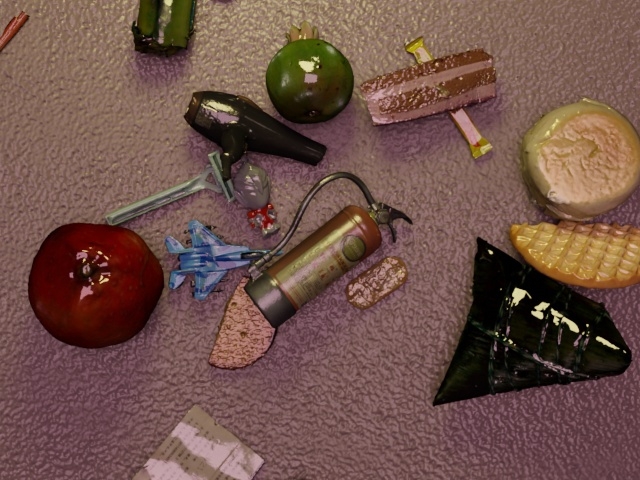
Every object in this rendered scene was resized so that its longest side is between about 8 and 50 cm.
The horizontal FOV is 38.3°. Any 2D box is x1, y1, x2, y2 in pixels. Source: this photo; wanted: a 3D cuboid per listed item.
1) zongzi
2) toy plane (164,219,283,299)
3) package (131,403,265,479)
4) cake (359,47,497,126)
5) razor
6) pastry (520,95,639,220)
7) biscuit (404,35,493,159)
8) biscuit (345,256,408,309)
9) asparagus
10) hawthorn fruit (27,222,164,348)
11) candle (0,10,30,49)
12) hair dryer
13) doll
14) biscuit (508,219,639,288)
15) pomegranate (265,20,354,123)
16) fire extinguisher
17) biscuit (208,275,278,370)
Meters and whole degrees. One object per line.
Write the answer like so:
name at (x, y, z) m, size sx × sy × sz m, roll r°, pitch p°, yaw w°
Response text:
zongzi at (0.411, 0.235, 1.893) m, size 0.383 × 0.319 × 0.362 m, roll 28°, pitch 91°, yaw 18°
toy plane at (-0.202, 0.035, 1.943) m, size 0.246 × 0.078 × 0.169 m, roll -6°, pitch 90°, yaw -8°
package at (-0.269, 0.505, 1.944) m, size 0.204 × 0.062 × 0.251 m, roll 39°, pitch 85°, yaw -2°
cake at (0.226, -0.320, 1.944) m, size 0.295 × 0.113 × 0.116 m, roll -14°, pitch 99°, yaw -2°
razor at (-0.323, -0.093, 1.955) m, size 0.277 × 0.056 × 0.111 m, roll -20°, pitch 106°, yaw 5°
pastry at (0.545, -0.168, 1.936) m, size 0.264 × 0.133 × 0.265 m, roll 0°, pitch 89°, yaw -1°
biscuit at (0.274, -0.309, 1.984) m, size 0.048 × 0.026 × 0.292 m, roll -33°, pitch 90°, yaw 6°
biscuit at (0.121, 0.092, 1.978) m, size 0.147 × 0.018 × 0.071 m, roll -34°, pitch 92°, yaw -1°
asparagus at (-0.307, -0.574, 1.930) m, size 0.128 × 0.108 × 0.382 m, roll 9°, pitch 87°, yaw 0°
hawthorn fruit at (-0.451, 0.085, 1.820) m, size 0.265 × 0.307 × 0.265 m, roll 1°, pitch 85°, yaw -7°
candle at (-0.679, -0.419, 1.958) m, size 0.026 × 0.021 × 0.167 m, roll 38°, pitch 88°, yaw -21°
hair dryer at (-0.138, -0.173, 1.824) m, size 0.303 × 0.359 × 0.120 m, roll 24°, pitch 115°, yaw -10°
doll at (-0.135, -0.091, 1.948) m, size 0.094 × 0.079 × 0.180 m, roll -26°, pitch 101°, yaw -30°
biscuit at (0.559, 0.026, 1.908) m, size 0.308 × 0.205 × 0.040 m, roll 2°, pitch 126°, yaw -6°
pomegranate at (-0.026, -0.353, 1.913) m, size 0.187 × 0.187 × 0.225 m, roll -10°, pitch 62°, yaw -2°
fire extinguisher at (0.006, 0.006, 1.900) m, size 0.376 × 0.113 × 0.200 m, roll -36°, pitch 129°, yaw -9°
biscuit at (-0.155, 0.187, 1.965) m, size 0.126 × 0.025 × 0.206 m, roll 22°, pitch 89°, yaw -1°
